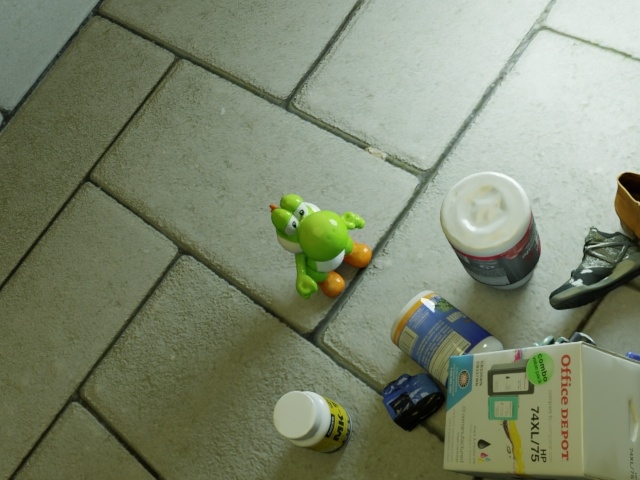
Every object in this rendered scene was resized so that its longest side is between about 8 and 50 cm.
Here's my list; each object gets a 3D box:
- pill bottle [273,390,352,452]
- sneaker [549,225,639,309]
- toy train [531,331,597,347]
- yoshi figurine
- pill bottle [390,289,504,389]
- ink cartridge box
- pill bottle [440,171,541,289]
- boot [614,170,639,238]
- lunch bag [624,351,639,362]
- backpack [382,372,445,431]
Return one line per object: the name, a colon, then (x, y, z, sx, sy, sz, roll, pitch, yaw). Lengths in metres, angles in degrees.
pill bottle: (-0.017, 0.400, 1.540, 0.119, 0.208, 0.119, -9, 66, 20)
sneaker: (0.577, 0.057, 1.505, 0.227, 0.087, 0.130, -32, 58, 5)
toy train: (0.435, 0.333, 1.385, 0.142, 0.190, 0.334, 34, 84, 30)
yoshi figurine: (0.013, 0.020, 1.599, 0.203, 0.362, 0.203, -11, 64, 18)
pill bottle: (0.296, 0.242, 1.506, 0.272, 0.152, 0.152, 38, 87, 30)
ink cartridge box: (0.370, 0.292, 1.142, 0.270, 0.197, 0.198, -21, 56, 50)
pill bottle: (0.372, -0.002, 1.480, 0.176, 0.318, 0.176, -9, 66, 20)
boot: (0.717, -0.014, 1.399, 0.104, 0.211, 0.295, -48, 59, -1)
lunch bag: (0.562, 0.340, 1.267, 0.138, 0.293, 0.221, 14, 75, 27)
backpack: (0.204, 0.343, 1.535, 0.120, 0.098, 0.101, -35, 56, 7)
